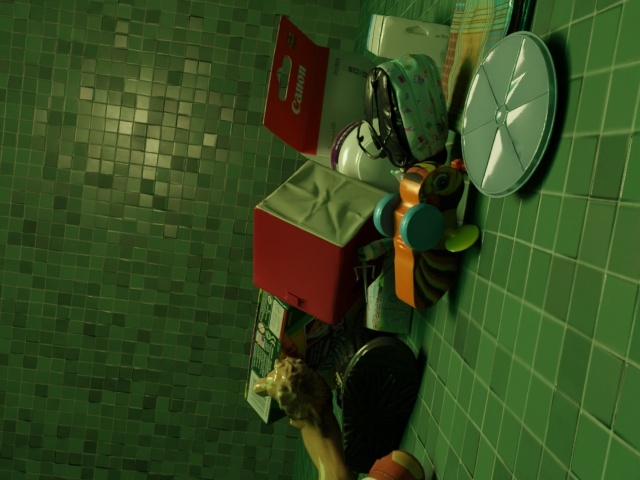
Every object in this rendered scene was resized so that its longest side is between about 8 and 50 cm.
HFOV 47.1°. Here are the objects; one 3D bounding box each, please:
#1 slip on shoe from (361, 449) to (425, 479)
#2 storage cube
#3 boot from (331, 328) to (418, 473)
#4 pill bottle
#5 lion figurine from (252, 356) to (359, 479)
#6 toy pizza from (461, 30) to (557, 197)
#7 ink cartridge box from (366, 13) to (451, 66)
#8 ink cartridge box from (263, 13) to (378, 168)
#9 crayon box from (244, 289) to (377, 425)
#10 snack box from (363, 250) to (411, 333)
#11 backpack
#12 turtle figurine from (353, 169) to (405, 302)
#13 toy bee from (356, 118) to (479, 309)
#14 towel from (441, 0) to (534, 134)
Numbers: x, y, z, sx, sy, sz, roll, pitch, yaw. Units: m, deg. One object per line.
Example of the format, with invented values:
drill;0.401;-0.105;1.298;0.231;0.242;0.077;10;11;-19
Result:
slip on shoe;0.110;0.431;1.226;0.101;0.123;0.331;-49;-17;-26
storage cube;0.000;0.000;1.343;0.183;0.215;0.193;-44;-28;-40
boot;0.095;0.251;1.434;0.260;0.131;0.348;-89;7;-53
pill bottle;0.120;-0.160;1.493;0.323;0.181;0.182;-114;32;-80
lion figurine;0.006;0.426;1.511;0.392;0.142;0.240;60;172;15
toy pizza;0.233;-0.151;0.895;0.201;0.032;0.201;-175;90;-72
ink cartridge box;0.174;-0.406;1.476;0.191;0.139;0.082;-96;16;-71
ink cartridge box;0.044;-0.318;1.724;0.091;0.385;0.308;-12;60;38
crayon box;-0.003;0.210;1.675;0.106;0.313;0.363;41;136;35
snack box;0.143;0.082;1.502;0.174;0.070;0.207;150;128;-83
backpack;0.144;-0.212;1.203;0.152;0.115;0.182;41;150;61
turtle figurine;0.151;0.002;1.272;0.175;0.118;0.234;15;-94;-61
toy bee;0.172;-0.049;1.105;0.195;0.162;0.298;49;154;41
towel;0.240;-0.296;1.131;0.370;0.040;0.272;-102;21;-76
